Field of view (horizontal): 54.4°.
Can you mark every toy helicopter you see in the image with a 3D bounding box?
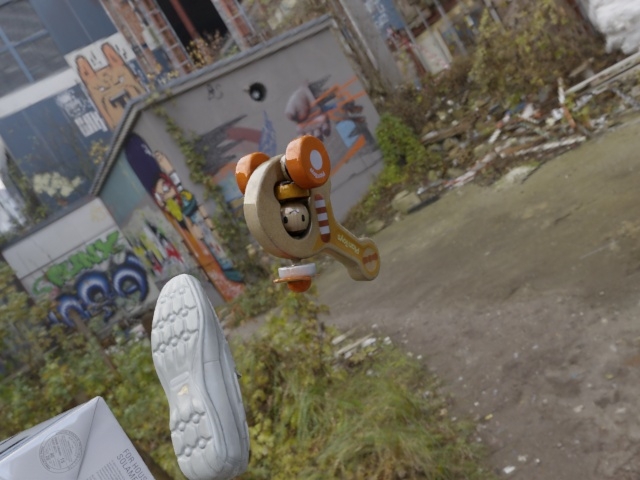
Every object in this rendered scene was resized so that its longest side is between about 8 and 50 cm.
[{"bbox_3d":[0.000,0.000,1.064,0.140,0.355,0.235,-12,61,35],"label":"toy helicopter"}]

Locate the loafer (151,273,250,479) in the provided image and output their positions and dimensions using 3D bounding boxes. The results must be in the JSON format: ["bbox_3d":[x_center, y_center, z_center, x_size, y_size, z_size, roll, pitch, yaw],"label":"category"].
[{"bbox_3d":[-0.180,0.205,0.952,0.112,0.320,0.111,-25,-27,21],"label":"loafer"}]

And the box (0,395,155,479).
[{"bbox_3d":[-0.215,0.234,0.482,0.290,0.169,0.087,-31,3,45],"label":"box"}]
